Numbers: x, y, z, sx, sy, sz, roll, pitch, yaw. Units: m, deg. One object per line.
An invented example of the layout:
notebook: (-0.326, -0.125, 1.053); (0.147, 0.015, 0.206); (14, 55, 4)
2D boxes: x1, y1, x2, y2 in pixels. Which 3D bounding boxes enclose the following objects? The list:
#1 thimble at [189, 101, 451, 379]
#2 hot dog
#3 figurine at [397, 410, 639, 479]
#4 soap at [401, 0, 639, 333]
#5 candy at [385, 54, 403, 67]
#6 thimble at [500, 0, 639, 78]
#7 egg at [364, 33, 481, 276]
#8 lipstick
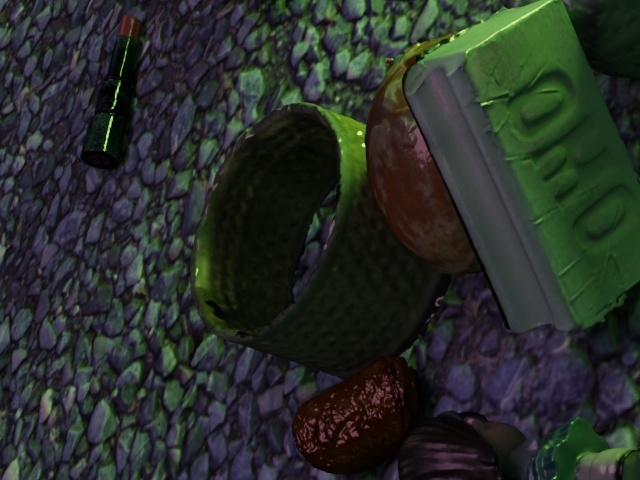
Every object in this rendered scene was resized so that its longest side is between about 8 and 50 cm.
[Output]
thimble: (0.000, 0.000, 1.709); (0.271, 0.150, 0.271); (-30, 50, 44)
hot dog: (0.041, 0.170, 1.637); (0.147, 0.065, 0.099); (-34, 45, 23)
figurine: (0.168, 0.216, 1.412); (0.245, 0.110, 0.138); (-3, 86, 46)
soap: (0.184, -0.061, 1.410); (0.150, 0.261, 0.094); (-32, 12, -29)
candy: (0.099, -0.192, 1.799); (0.083, 0.030, 0.020); (2, 81, 50)
thimble: (0.277, -0.277, 1.495); (0.205, 0.172, 0.250); (15, 86, 51)
egg: (0.135, -0.080, 1.549); (0.195, 0.195, 0.233); (-18, 54, 47)
lipstick: (-0.282, -0.211, 2.308); (0.053, 0.053, 0.234); (-21, 50, 46)
